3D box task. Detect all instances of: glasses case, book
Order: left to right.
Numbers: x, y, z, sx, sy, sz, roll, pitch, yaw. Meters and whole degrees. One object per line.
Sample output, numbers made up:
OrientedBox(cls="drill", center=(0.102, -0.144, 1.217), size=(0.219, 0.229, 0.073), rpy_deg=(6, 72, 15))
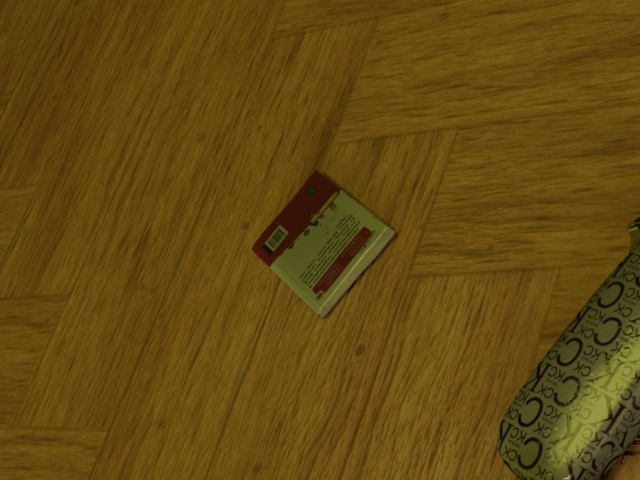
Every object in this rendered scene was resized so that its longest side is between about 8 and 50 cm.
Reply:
OrientedBox(cls="book", center=(0.000, 0.000, 2.255), size=(0.162, 0.022, 0.232), rpy_deg=(-51, 38, 2))
OrientedBox(cls="glasses case", center=(0.340, 0.135, 1.747), size=(0.355, 0.085, 0.137), rpy_deg=(-51, 42, -4))

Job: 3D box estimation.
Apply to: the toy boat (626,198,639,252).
OrientedBox(cls="toy boat", center=(0.447, -0.042, 1.801), size=(0.200, 0.077, 0.057), rpy_deg=(-25, 42, 28))
